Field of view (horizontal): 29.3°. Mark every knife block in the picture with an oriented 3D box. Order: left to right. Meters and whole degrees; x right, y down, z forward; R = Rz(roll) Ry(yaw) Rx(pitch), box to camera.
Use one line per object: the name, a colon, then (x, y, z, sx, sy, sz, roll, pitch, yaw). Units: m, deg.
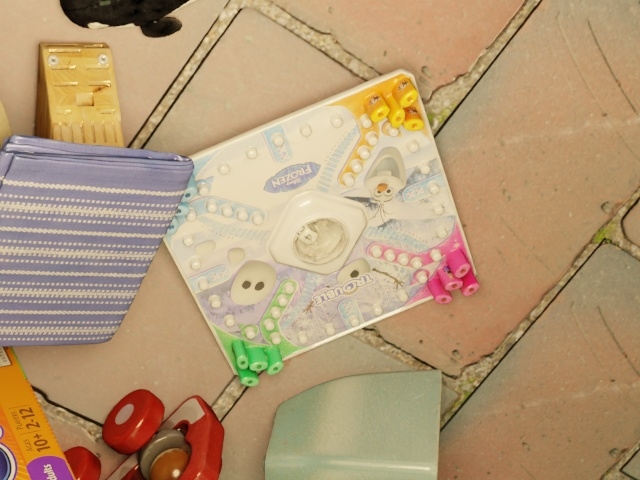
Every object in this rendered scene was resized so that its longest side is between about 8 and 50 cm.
knife block: (-0.324, -0.088, 1.585, 0.088, 0.242, 0.276, -4, 75, -25)

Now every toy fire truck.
toy fire truck: (-0.248, 0.369, 1.733, 0.302, 0.254, 0.169, -43, 119, -1)

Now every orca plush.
orca plush: (-0.171, -0.307, 1.485, 0.287, 0.102, 0.151, -3, 118, -11)

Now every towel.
towel: (-0.316, 0.010, 1.498, 0.243, 0.040, 0.336, 3, 134, -33)

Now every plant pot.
plant pot: (0.047, 0.349, 1.815, 0.252, 0.247, 0.248, 3, 118, 5)

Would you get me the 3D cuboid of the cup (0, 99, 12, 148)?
cup: (-0.502, -0.116, 1.425, 0.237, 0.331, 0.331, -27, 124, -29)

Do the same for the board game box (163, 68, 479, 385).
board game box: (0.000, 0.000, 1.688, 0.389, 0.050, 0.390, -23, 128, 0)

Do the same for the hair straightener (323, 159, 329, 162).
hair straightener: (-0.089, -0.081, 1.654, 0.230, 0.047, 0.089, -22, 122, -6)

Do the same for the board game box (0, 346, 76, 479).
board game box: (-0.531, 0.399, 1.597, 0.356, 0.356, 0.356, -10, 121, -25)
